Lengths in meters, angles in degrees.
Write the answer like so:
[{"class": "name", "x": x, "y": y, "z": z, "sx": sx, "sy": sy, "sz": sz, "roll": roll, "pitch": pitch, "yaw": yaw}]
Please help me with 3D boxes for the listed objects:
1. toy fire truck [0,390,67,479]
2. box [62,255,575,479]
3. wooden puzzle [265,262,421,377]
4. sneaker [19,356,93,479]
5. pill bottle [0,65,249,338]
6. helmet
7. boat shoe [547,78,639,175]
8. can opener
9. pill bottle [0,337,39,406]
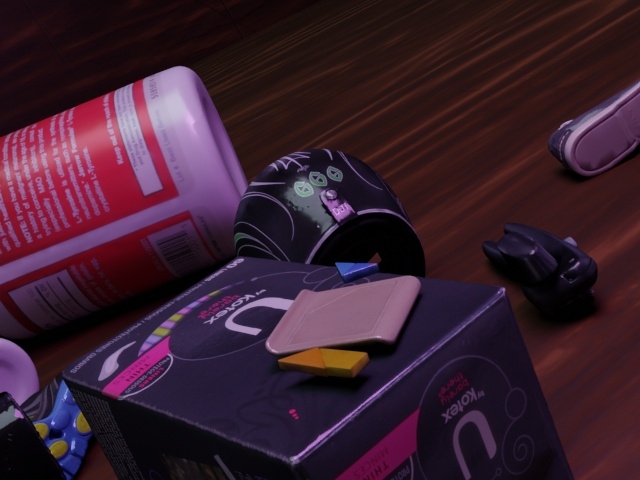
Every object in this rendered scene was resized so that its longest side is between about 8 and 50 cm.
[{"class": "toy fire truck", "x": -0.215, "y": 0.166, "z": 0.556, "sx": 0.158, "sy": 0.217, "sz": 0.246, "roll": -34, "pitch": -4, "yaw": -21}, {"class": "box", "x": -0.012, "y": 0.114, "z": 0.639, "sx": 0.165, "sy": 0.143, "sz": 0.270, "roll": -35, "pitch": 23, "yaw": -31}, {"class": "wooden puzzle", "x": 0.013, "y": 0.043, "z": 0.565, "sx": 0.079, "sy": 0.014, "sz": 0.116, "roll": -4, "pitch": 25, "yaw": 30}, {"class": "sneaker", "x": -0.237, "y": 0.173, "z": 0.880, "sx": 0.078, "sy": 0.067, "sz": 0.188, "roll": -37, "pitch": 12, "yaw": 29}, {"class": "pill bottle", "x": -0.294, "y": -0.025, "z": 1.200, "sx": 0.408, "sy": 0.229, "sz": 0.229, "roll": -22, "pitch": 19, "yaw": 2}, {"class": "helmet", "x": 0.000, "y": 0.000, "z": 0.934, "sx": 0.169, "sy": 0.169, "sz": 0.161, "roll": -28, "pitch": 37, "yaw": -16}, {"class": "boat shoe", "x": 0.321, "y": -0.136, "z": 1.051, "sx": 0.206, "sy": 0.075, "sz": 0.065, "roll": -31, "pitch": 23, "yaw": -9}, {"class": "can opener", "x": 0.175, "y": 0.011, "z": 0.846, "sx": 0.059, "sy": 0.073, "sz": 0.186, "roll": -30, "pitch": 9, "yaw": 3}, {"class": "pill bottle", "x": -0.366, "y": 0.146, "z": 1.009, "sx": 0.184, "sy": 0.103, "sz": 0.103, "roll": -6, "pitch": 25, "yaw": 40}]
